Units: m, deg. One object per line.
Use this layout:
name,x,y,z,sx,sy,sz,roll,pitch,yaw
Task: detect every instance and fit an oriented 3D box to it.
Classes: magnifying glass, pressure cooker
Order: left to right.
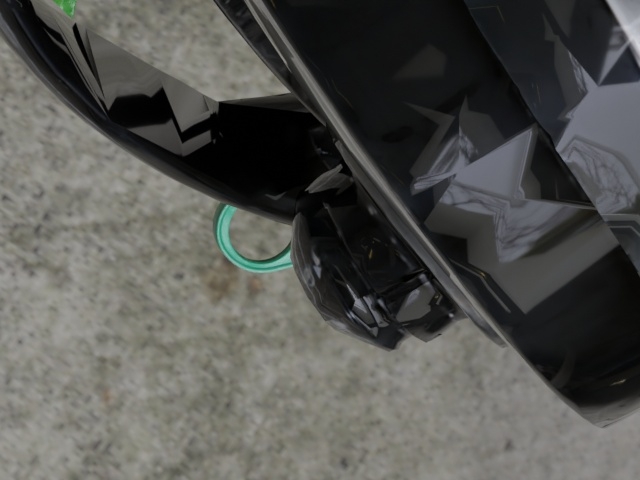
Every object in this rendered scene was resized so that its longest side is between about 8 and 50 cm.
magnifying glass,0.000,0.000,1.627,0.231,0.026,0.092,12,102,-23
pressure cooker,0.097,-0.155,0.446,0.420,0.375,0.370,-33,109,11

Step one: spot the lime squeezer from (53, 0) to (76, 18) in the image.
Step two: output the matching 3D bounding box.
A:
lime squeezer,-0.195,-0.184,1.437,0.110,0.059,0.310,-18,103,-5
